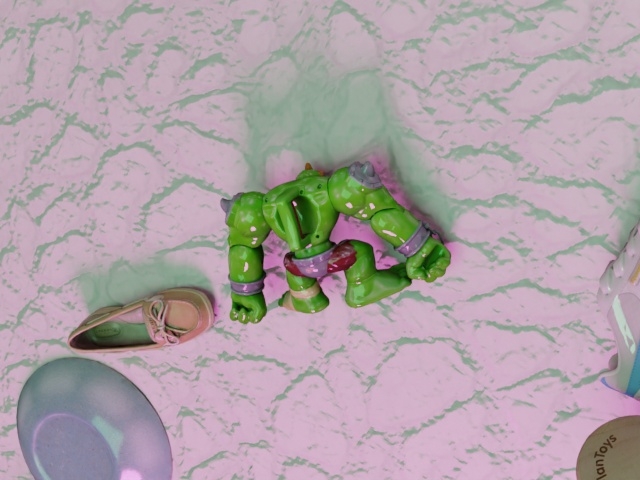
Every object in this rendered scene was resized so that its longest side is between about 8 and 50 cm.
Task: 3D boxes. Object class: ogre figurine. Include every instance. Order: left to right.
[{"bbox_3d":[0.000,0.000,0.965,0.197,0.097,0.118,-4,117,38],"label":"ogre figurine"}]

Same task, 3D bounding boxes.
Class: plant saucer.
[{"bbox_3d":[-0.245,0.218,1.187,0.195,0.037,0.195,9,111,23],"label":"plant saucer"}]

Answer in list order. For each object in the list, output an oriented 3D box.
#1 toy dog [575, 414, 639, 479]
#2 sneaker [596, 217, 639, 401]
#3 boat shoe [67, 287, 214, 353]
[{"bbox_3d":[0.340,0.199,0.813,0.220,0.161,0.333,28,134,-34],"label":"toy dog"},{"bbox_3d":[0.255,0.019,0.855,0.092,0.087,0.229,7,108,25],"label":"sneaker"},{"bbox_3d":[-0.171,0.082,1.098,0.153,0.048,0.056,-8,103,27],"label":"boat shoe"}]
